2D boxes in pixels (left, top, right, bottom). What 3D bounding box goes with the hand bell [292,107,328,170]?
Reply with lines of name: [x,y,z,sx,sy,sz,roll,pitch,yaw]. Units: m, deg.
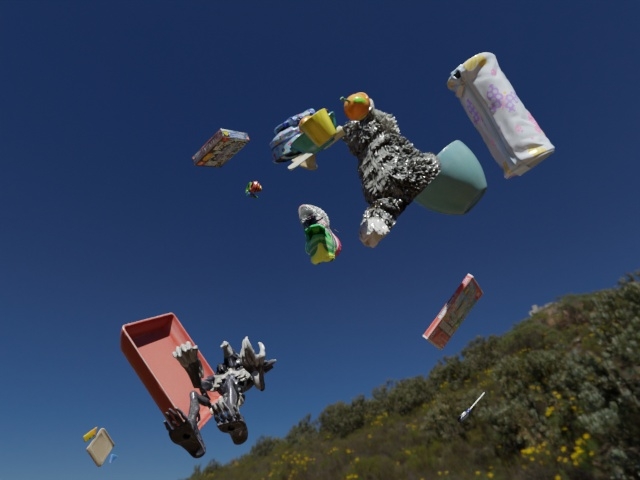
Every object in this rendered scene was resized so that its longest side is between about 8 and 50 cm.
hand bell: [-0.024,-0.425,1.768,0.126,0.126,0.242,14,-63,-24]

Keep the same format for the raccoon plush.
raccoon plush: [0.143,-0.214,1.157,0.299,0.446,0.216,44,-59,-2]

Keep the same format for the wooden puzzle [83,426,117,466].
wooden puzzle: [-0.587,0.550,1.147,0.014,0.078,0.116,-17,-79,13]

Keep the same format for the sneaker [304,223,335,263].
sneaker: [0.000,0.000,1.511,0.110,0.123,0.295,-8,9,-5]

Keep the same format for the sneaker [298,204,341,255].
sneaker: [-0.013,-0.058,1.871,0.121,0.299,0.112,-42,-35,9]

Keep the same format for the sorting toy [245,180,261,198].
sorting toy: [-0.252,-0.191,1.641,0.042,0.061,0.102,20,-8,-24]

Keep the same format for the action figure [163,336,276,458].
action figure: [-0.167,0.236,0.752,0.164,0.275,0.140,-12,-80,-1]

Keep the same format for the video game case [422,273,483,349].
video game case: [0.507,0.278,1.631,0.285,0.025,0.204,-53,-39,-2]

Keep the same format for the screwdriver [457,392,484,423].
screwdriver: [0.573,0.627,1.621,0.170,0.024,0.025,-33,-2,-23]

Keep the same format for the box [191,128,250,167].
box: [-0.266,-0.243,1.149,0.137,0.027,0.094,-32,-15,34]

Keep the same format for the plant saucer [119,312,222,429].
plant saucer: [-0.328,0.292,0.966,0.048,0.259,0.258,-35,-5,0]

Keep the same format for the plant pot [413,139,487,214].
plant pot: [0.522,-0.211,1.667,0.290,0.195,0.290,-40,-22,-19]

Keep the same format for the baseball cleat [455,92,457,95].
baseball cleat: [0.471,-0.528,1.387,0.072,0.109,0.206,21,4,12]

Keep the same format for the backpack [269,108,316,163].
backpack: [-0.087,-0.315,1.338,0.158,0.173,0.116,-10,-68,59]

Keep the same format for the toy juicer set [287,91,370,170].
toy juicer set: [0.013,-0.289,1.076,0.209,0.089,0.329,-38,7,-13]

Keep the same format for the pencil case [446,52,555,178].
pencil case: [0.385,-0.269,0.931,0.113,0.273,0.124,-34,-10,34]
